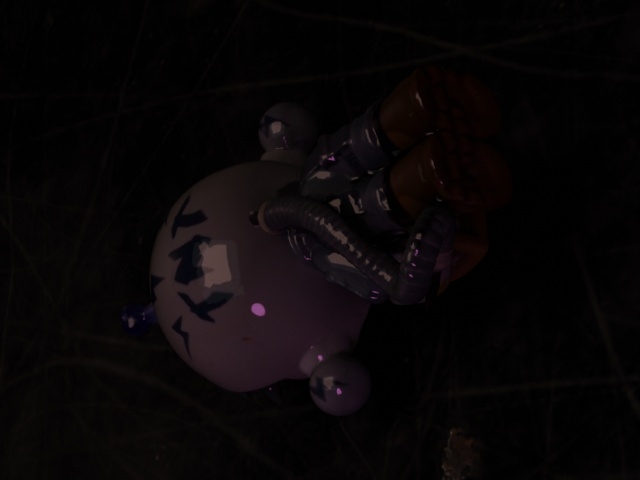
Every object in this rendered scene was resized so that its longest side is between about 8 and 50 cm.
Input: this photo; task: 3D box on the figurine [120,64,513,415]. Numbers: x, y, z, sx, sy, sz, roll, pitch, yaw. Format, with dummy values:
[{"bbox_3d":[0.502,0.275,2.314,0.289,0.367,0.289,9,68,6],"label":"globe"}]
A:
[{"bbox_3d":[0.001,-0.003,1.378,0.382,0.186,0.261,-33,45,43],"label":"figurine"}]
